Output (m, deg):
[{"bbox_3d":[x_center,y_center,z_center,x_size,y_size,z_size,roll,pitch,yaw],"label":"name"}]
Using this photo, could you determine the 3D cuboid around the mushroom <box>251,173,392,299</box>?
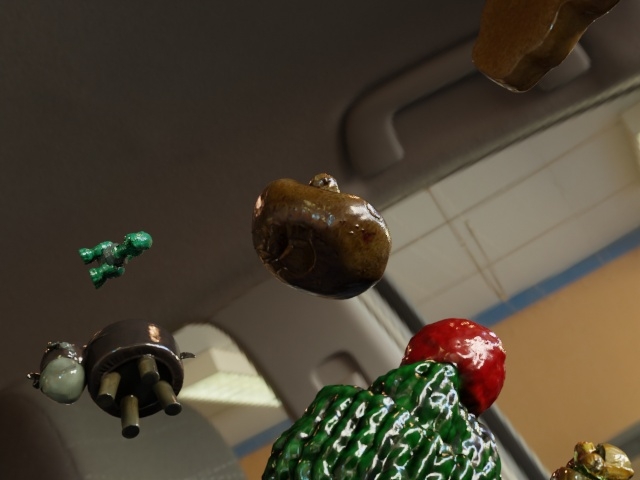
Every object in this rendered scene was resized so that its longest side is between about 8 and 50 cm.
[{"bbox_3d":[-0.009,0.005,1.488,0.231,0.194,0.138,9,21,35],"label":"mushroom"}]

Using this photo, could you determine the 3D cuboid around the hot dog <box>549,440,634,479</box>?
[{"bbox_3d":[0.339,0.307,1.282,0.104,0.076,0.250,-30,-24,-4],"label":"hot dog"}]

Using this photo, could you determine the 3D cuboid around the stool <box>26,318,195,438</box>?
[{"bbox_3d":[-0.267,0.175,1.271,0.217,0.121,0.125,0,-57,-12],"label":"stool"}]

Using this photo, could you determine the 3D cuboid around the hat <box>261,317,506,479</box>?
[{"bbox_3d":[0.110,0.221,1.013,0.332,0.242,0.274,-51,-40,-32],"label":"hat"}]

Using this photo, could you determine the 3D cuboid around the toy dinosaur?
[{"bbox_3d":[-0.273,0.021,1.347,0.096,0.059,0.132,-23,-4,-11],"label":"toy dinosaur"}]

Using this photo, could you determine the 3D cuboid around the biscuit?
[{"bbox_3d":[0.219,-0.260,0.810,0.044,0.186,0.295,21,-71,-24],"label":"biscuit"}]
